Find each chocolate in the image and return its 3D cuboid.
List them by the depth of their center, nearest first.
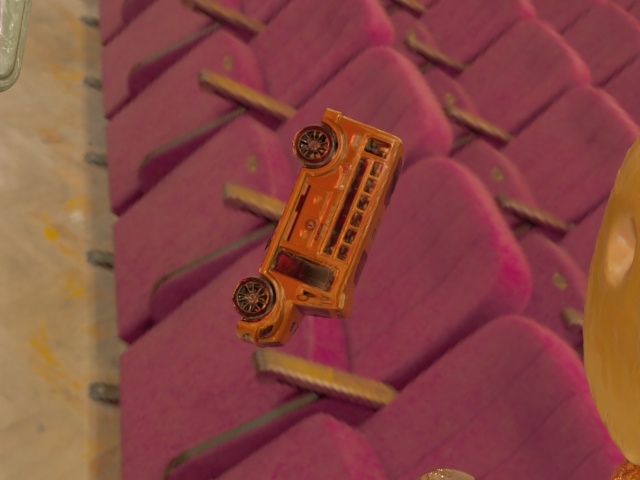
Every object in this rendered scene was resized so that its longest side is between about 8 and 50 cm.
[{"bbox_3d":[0.080,0.221,0.908,0.064,0.101,0.031,4,43,-44],"label":"chocolate"}]

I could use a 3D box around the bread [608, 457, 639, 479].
[{"bbox_3d":[0.318,0.258,0.889,0.195,0.344,0.149,30,3,-35],"label":"bread"}]

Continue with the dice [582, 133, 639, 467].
[{"bbox_3d":[0.235,0.030,0.539,0.166,0.169,0.169,10,25,-4],"label":"dice"}]

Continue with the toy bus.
[{"bbox_3d":[0.000,0.000,0.872,0.088,0.194,0.083,20,-8,10],"label":"toy bus"}]

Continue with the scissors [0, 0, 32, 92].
[{"bbox_3d":[-0.173,-0.203,0.591,0.125,0.030,0.256,14,76,-55],"label":"scissors"}]
